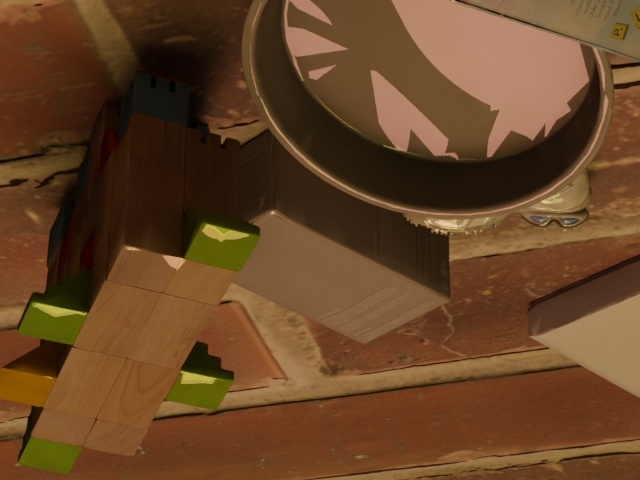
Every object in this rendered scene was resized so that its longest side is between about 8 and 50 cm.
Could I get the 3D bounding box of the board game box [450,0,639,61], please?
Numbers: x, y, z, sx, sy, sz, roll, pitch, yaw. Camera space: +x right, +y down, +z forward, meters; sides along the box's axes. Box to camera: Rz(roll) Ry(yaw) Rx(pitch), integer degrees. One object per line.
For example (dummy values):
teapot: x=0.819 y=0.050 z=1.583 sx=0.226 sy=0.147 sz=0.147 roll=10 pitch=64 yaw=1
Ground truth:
board game box: x=0.268 y=-0.265 z=1.264 sx=0.318 sy=0.066 sz=0.319 roll=16 pitch=106 yaw=-23

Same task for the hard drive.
hard drive: x=0.420 y=0.110 z=2.057 sx=0.233 sy=0.047 sz=0.353 roll=-27 pitch=140 yaw=36

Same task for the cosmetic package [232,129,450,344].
cosmetic package: x=0.000 y=0.000 z=1.830 sx=0.127 sy=0.107 sz=0.238 roll=-27 pitch=136 yaw=37

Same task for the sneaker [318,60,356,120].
sneaker: x=0.065 y=-0.130 z=1.660 sx=0.094 sy=0.080 sz=0.212 roll=-31 pitch=138 yaw=11

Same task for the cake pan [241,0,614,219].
cake pan: x=0.085 y=-0.139 z=1.508 sx=0.293 sy=0.054 sz=0.293 roll=10 pitch=136 yaw=9

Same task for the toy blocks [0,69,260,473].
toy blocks: x=-0.163 y=-0.001 z=1.701 sx=0.190 sy=0.261 sz=0.381 roll=13 pitch=139 yaw=-17

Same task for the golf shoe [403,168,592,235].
golf shoe: x=0.163 y=-0.054 z=1.795 sx=0.176 sy=0.069 sz=0.086 roll=-4 pitch=128 yaw=1
